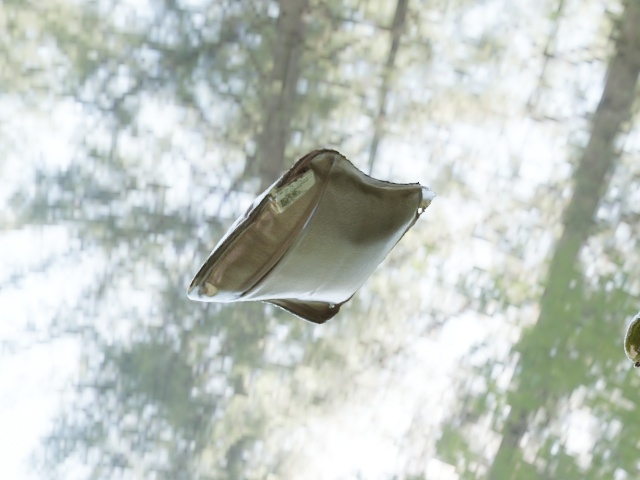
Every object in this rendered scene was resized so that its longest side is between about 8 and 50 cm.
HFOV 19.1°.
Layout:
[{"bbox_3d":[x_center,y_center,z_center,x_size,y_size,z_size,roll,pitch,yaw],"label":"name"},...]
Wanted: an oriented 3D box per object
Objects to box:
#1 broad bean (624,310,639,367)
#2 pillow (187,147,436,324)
[{"bbox_3d":[0.380,0.001,1.453,0.339,0.061,0.077,-33,-84,-6],"label":"broad bean"},{"bbox_3d":[0.000,0.000,1.252,0.038,0.130,0.233,44,-167,22],"label":"pillow"}]
